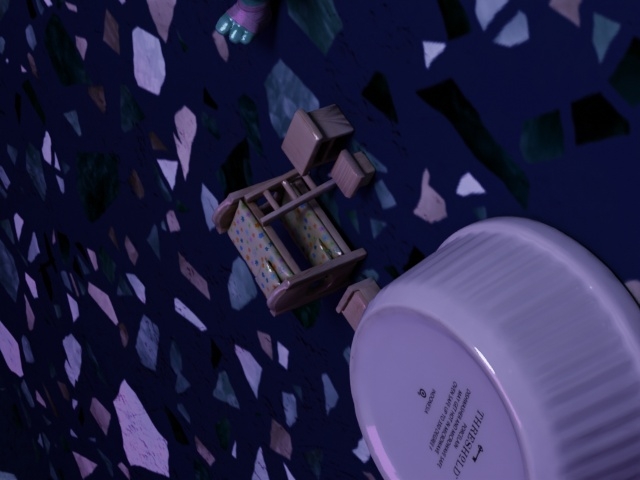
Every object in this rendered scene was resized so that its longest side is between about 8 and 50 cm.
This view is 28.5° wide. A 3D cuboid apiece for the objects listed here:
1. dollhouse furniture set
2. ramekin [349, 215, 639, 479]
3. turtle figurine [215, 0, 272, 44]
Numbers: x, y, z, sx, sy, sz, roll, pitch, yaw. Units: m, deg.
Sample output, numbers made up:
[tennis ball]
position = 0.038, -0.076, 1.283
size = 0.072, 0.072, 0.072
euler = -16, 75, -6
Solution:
[dollhouse furniture set]
position = 0.000, 0.000, 1.144
size = 0.182, 0.101, 0.161
euler = 55, 146, 22
[ramekin]
position = 0.135, 0.126, 0.986
size = 0.273, 0.127, 0.272
euler = 34, 135, 44
[turtle figurine]
position = -0.076, -0.280, 1.082
size = 0.234, 0.118, 0.175
euler = 103, 152, -65
